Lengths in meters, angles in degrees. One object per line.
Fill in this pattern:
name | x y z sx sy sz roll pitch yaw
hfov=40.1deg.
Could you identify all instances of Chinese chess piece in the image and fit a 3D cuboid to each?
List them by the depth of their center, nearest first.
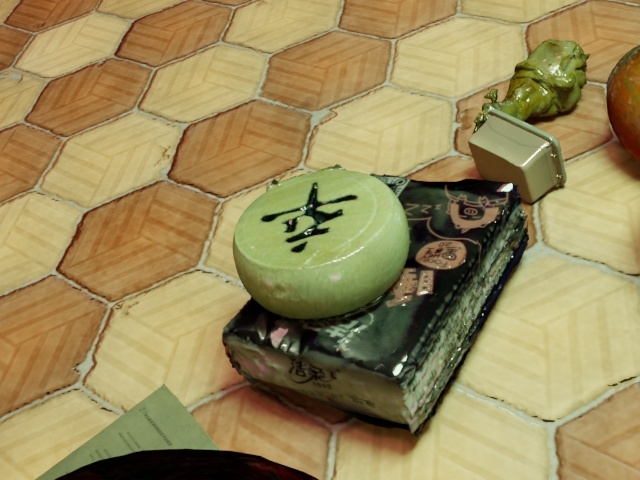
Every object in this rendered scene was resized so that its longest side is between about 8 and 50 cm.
Chinese chess piece | 0.000 0.000 0.931 0.188 0.083 0.188 -11 35 7

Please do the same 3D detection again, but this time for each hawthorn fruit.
hawthorn fruit | 0.447 -0.169 1.096 0.173 0.173 0.173 -9 41 8

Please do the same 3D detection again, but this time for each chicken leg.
chicken leg | 0.306 -0.212 1.246 0.103 0.088 0.228 32 55 25

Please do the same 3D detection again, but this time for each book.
book | -0.223 0.292 0.900 0.283 0.025 0.215 -34 45 -18

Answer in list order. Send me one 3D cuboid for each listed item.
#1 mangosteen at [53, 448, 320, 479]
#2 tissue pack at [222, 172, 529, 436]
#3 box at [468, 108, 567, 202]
mangosteen | -0.116 0.324 0.570 0.421 0.381 0.381 -7 42 9
tissue pack | 0.069 0.053 1.006 0.245 0.123 0.332 9 43 34
box | 0.254 -0.109 1.150 0.062 0.089 0.122 -40 45 -12
